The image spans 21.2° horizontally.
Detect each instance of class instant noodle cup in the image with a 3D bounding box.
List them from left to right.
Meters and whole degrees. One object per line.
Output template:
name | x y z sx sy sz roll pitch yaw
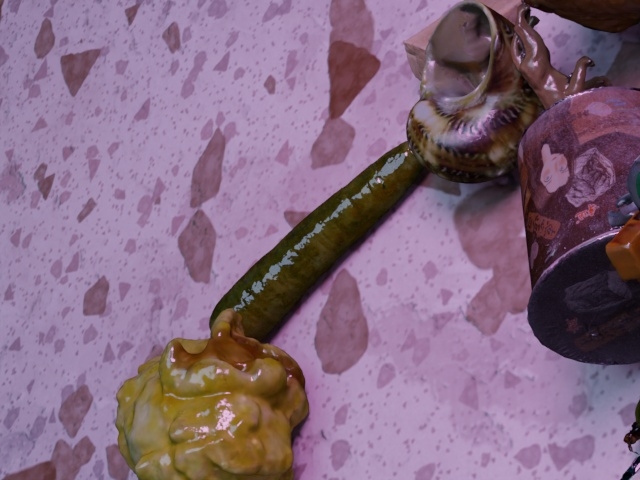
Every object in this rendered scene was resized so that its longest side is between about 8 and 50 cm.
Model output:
instant noodle cup | 0.292 -0.020 1.669 0.217 0.217 0.207 -34 43 28

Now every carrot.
carrot | 0.000 0.000 2.040 0.358 0.074 0.074 -45 45 17

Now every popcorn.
popcorn | -0.133 0.214 1.975 0.255 0.195 0.256 -57 31 3

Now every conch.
conch | 0.171 -0.152 1.902 0.181 0.124 0.187 -35 58 30

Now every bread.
bread | 0.179 -0.221 2.010 0.152 0.105 0.077 -34 38 -16

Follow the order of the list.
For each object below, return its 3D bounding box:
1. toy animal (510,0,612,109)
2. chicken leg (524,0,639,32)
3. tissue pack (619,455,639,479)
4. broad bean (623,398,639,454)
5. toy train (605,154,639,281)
toy animal | 0.256 -0.179 1.813 0.086 0.069 0.220 -25 87 7
chicken leg | 0.311 -0.278 1.699 0.409 0.295 0.182 36 118 53
tissue pack | 0.339 0.275 1.549 0.170 0.090 0.103 31 93 46
broad bean | 0.377 0.123 1.628 0.227 0.039 0.069 -41 40 24
toy train | 0.415 -0.016 1.364 0.429 0.249 0.178 -11 25 49
